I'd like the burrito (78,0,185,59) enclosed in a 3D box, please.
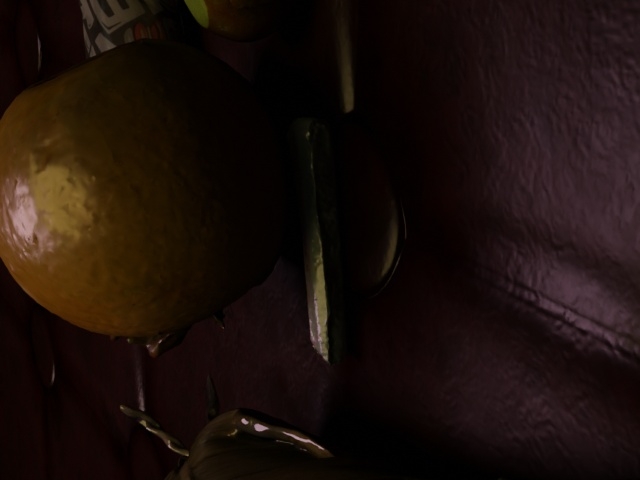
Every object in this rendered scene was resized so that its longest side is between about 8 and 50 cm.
[{"bbox_3d":[-0.203,-0.245,1.213,0.139,0.101,0.446,-33,66,54],"label":"burrito"}]

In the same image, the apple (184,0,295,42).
[{"bbox_3d":[-0.068,-0.224,0.968,0.114,0.099,0.102,60,165,-13],"label":"apple"}]

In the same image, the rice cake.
[{"bbox_3d":[0.000,0.000,0.963,0.033,0.033,0.208,3,101,52],"label":"rice cake"}]

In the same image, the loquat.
[{"bbox_3d":[-0.152,-0.033,0.988,0.275,0.274,0.275,25,119,58],"label":"loquat"}]

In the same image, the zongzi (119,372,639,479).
[{"bbox_3d":[0.052,0.196,0.872,0.218,0.467,0.500,51,-166,-19],"label":"zongzi"}]
